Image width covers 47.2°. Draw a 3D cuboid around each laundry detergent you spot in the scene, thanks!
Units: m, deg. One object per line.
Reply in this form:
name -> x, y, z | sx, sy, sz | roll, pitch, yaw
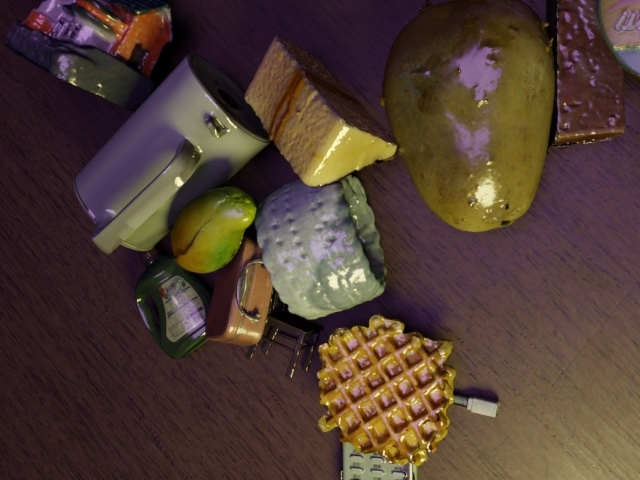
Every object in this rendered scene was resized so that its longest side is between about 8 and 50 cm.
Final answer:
laundry detergent -> -0.288, 0.105, 1.384 | 0.144, 0.078, 0.222 | -39, 82, 12

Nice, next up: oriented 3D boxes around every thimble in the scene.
thimble -> 0.000, 0.000, 1.219 | 0.171, 0.205, 0.250 | -20, 65, 16

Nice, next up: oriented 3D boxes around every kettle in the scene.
kettle -> -0.256, -0.131, 1.285 | 0.318, 0.205, 0.265 | -39, 53, 16

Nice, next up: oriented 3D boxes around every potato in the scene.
potato -> 0.222, -0.194, 1.134 | 0.269, 0.219, 0.359 | 7, 101, 37

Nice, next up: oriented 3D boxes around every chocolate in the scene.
chocolate -> 0.410, -0.298, 1.136 | 0.111, 0.112, 0.321 | 0, 91, 8

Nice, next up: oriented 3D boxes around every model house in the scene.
model house -> -0.388, -0.416, 1.320 | 0.271, 0.190, 0.301 | 34, 93, 41

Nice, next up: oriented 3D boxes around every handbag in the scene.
handbag -> -0.138, 0.088, 1.284 | 0.072, 0.151, 0.193 | 17, 81, -24

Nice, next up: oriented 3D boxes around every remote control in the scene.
remote control -> 0.102, 0.367, 1.280 | 0.140, 0.056, 0.296 | 0, 91, 19

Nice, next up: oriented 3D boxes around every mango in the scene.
mango -> -0.181, -0.015, 1.222 | 0.233, 0.111, 0.125 | -23, 85, 51

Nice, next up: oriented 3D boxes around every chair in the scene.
chair -> -0.047, 0.124, 1.306 | 0.101, 0.084, 0.213 | 21, 98, 19

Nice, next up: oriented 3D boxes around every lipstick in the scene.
lipstick -> 0.248, 0.274, 1.245 | 0.107, 0.025, 0.025 | 9, 95, 22

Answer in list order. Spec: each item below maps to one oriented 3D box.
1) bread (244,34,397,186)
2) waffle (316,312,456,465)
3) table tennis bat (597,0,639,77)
bread -> -0.012, -0.217, 1.198 | 0.178, 0.142, 0.266 | -33, 54, -6
waffle -> 0.106, 0.247, 1.227 | 0.237, 0.058, 0.243 | 8, 88, 20
table tennis bat -> 0.503, -0.303, 1.035 | 0.215, 0.044, 0.329 | 5, 96, 25
